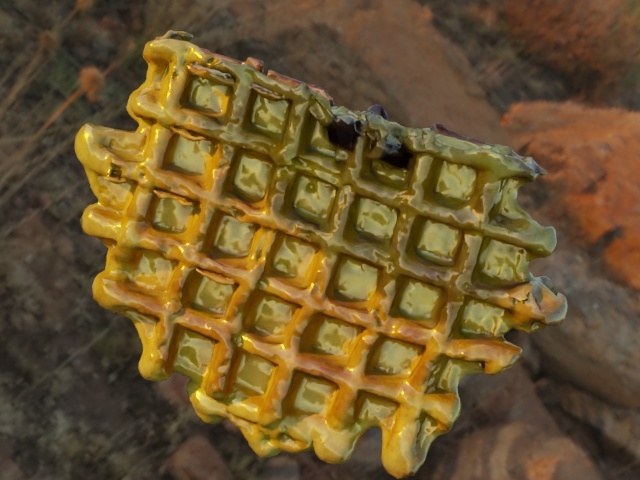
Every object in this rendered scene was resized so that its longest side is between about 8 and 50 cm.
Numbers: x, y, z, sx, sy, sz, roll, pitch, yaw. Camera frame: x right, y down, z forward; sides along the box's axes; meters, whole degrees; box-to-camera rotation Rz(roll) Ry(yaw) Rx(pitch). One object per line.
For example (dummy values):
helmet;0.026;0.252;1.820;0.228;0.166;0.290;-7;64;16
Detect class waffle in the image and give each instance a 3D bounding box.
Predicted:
waffle;0.000;0.000;0.728;0.309;0.283;0.065;63;11;-6
